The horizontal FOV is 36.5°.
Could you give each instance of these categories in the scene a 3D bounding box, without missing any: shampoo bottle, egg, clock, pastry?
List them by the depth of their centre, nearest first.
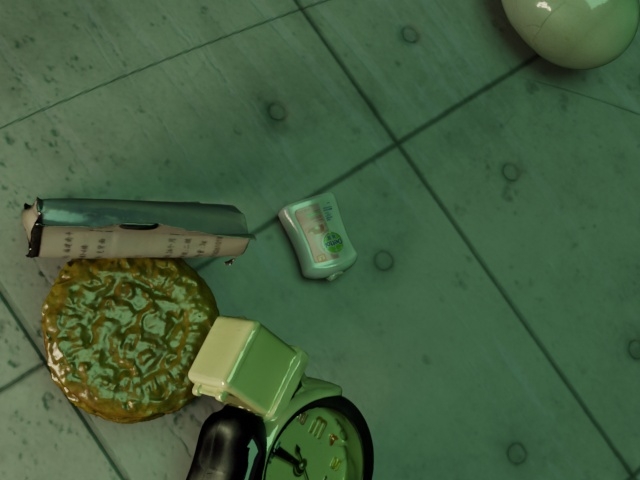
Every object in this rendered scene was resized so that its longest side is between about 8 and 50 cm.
[{"bbox_3d":[-0.095,0.287,0.935,0.276,0.120,0.379,45,60,-34],"label":"clock"},{"bbox_3d":[-0.194,0.098,1.003,0.188,0.103,0.189,5,72,-15],"label":"pastry"},{"bbox_3d":[0.000,0.000,1.127,0.072,0.043,0.099,-17,79,-21],"label":"shampoo bottle"},{"bbox_3d":[0.319,-0.317,1.267,0.209,0.151,0.151,43,66,5],"label":"egg"}]

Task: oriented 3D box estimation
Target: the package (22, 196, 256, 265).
[{"bbox_3d":[-0.192,-0.013,0.973,0.203,0.251,0.062,3,96,-19],"label":"package"}]
